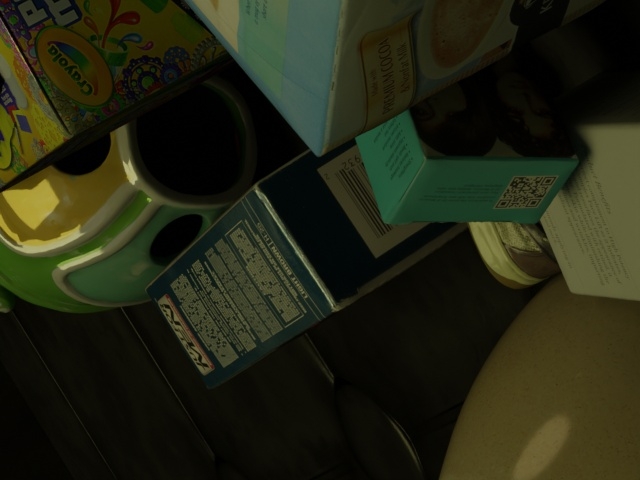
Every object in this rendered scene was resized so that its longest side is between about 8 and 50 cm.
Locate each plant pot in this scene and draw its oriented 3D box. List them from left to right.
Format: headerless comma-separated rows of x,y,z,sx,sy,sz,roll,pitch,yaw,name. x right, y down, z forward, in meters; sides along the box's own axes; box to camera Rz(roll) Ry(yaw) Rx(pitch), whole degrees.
0.185,0.161,1.257,0.284,0.191,0.284,46,155,29,plant pot

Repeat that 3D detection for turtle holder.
-0.199,-0.076,1.670,0.320,0.243,0.227,29,152,-34,turtle holder

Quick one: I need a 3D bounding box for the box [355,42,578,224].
0.058,-0.123,1.157,0.060,0.100,0.244,120,141,-47,box

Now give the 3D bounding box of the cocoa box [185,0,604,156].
0.033,-0.257,0.983,0.231,0.228,0.347,50,157,23,cocoa box

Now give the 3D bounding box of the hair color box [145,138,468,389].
0.000,0.000,1.475,0.105,0.174,0.347,57,159,1,hair color box

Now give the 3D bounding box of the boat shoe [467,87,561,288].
0.113,-0.082,1.265,0.073,0.080,0.223,-20,91,42,boat shoe

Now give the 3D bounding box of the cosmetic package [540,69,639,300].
0.208,-0.031,1.101,0.231,0.085,0.117,5,123,62,cosmetic package

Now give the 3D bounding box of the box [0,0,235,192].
-0.134,-0.185,1.381,0.177,0.279,0.290,61,159,-4,box
